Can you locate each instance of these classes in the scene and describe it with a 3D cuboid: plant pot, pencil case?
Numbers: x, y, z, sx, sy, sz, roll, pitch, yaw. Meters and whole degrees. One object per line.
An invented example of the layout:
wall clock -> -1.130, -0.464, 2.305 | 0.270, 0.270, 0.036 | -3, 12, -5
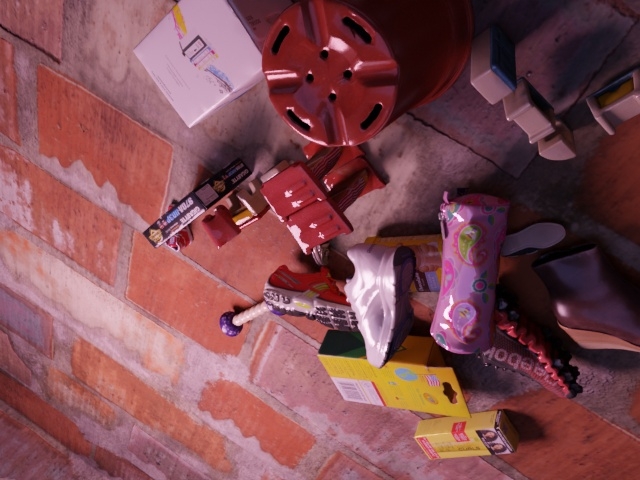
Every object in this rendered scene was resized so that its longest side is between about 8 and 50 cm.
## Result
plant pot -> 0.064, -0.280, 0.821 | 0.272, 0.265, 0.272 | 15, 128, 20
pencil case -> 0.263, 0.053, 0.980 | 0.124, 0.124, 0.284 | 7, 103, 26

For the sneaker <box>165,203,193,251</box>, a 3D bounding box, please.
sneaker -> -0.364, -0.028, 1.376 | 0.042, 0.067, 0.118 | -1, 120, 30

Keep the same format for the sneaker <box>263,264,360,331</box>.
sneaker -> 0.012, 0.117, 1.229 | 0.279, 0.118, 0.107 | 16, 149, 11

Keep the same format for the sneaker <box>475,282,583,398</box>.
sneaker -> 0.385, 0.214, 1.082 | 0.276, 0.097, 0.135 | 45, 120, -2

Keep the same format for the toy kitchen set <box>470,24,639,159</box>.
toy kitchen set -> 0.351, -0.245, 0.805 | 0.207, 0.122, 0.166 | 36, 135, -24

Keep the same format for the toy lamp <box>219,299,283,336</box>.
toy lamp -> -0.152, 0.175, 1.390 | 0.080, 0.080, 0.275 | 50, 132, -9

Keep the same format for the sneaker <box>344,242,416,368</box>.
sneaker -> 0.114, 0.126, 1.101 | 0.129, 0.111, 0.297 | 18, 124, 29

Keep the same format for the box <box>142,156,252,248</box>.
box -> -0.272, -0.081, 1.214 | 0.220, 0.175, 0.051 | -30, 103, 40

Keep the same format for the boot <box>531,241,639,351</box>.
boot -> 0.512, 0.093, 0.938 | 0.248, 0.090, 0.207 | -18, 113, 41

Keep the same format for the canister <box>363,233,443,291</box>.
canister -> 0.182, 0.048, 1.111 | 0.170, 0.073, 0.126 | -4, 120, 30

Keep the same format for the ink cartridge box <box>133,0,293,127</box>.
ink cartridge box -> -0.168, -0.347, 0.971 | 0.233, 0.171, 0.168 | -24, 107, 39

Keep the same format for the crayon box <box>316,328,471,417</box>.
crayon box -> 0.175, 0.303, 1.259 | 0.319, 0.081, 0.202 | 0, 135, 30

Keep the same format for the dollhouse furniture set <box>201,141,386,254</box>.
dollhouse furniture set -> -0.079, -0.058, 1.101 | 0.374, 0.201, 0.152 | -26, 106, 39

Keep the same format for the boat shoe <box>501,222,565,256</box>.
boat shoe -> 0.378, 0.002, 0.989 | 0.125, 0.038, 0.046 | -24, 66, 33

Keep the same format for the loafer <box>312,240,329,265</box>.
loafer -> 0.000, 0.000, 1.204 | 0.039, 0.045, 0.125 | -5, 116, 25

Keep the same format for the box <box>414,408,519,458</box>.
box -> 0.345, 0.465, 1.316 | 0.232, 0.058, 0.087 | -22, 109, 39
